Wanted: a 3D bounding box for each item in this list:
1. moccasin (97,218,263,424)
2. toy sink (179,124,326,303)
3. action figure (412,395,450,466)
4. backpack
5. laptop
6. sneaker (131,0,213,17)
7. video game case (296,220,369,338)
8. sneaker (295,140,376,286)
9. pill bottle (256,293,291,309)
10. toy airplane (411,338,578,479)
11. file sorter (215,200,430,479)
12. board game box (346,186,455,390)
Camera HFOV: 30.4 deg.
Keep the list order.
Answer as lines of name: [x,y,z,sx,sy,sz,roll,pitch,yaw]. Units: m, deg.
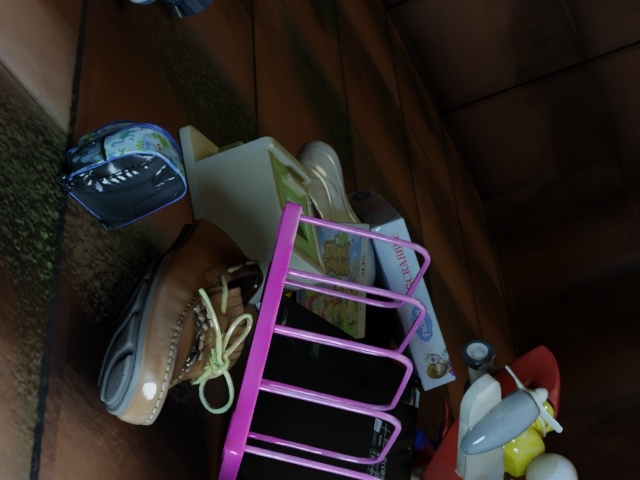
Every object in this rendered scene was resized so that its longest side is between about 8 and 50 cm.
moccasin: [-0.134,0.093,1.260,0.147,0.139,0.380,29,14,-2]
toy sink: [-0.089,-0.053,1.628,0.153,0.131,0.234,42,33,-62]
action figure: [0.165,0.326,2.120,0.280,0.092,0.139,48,40,-55]
backpack: [-0.208,-0.080,1.280,0.105,0.114,0.084,52,24,-48]
laptop: [0.005,0.355,1.589,0.408,0.236,0.382,33,39,-19]
sneaker: [-0.210,-0.363,1.660,0.163,0.086,0.226,54,21,-40]
video game case: [0.021,0.066,1.878,0.212,0.023,0.193,1,91,-62]
sneaker: [0.000,0.000,1.970,0.292,0.108,0.169,68,30,-25]
pill bottle: [-0.066,0.077,1.717,0.083,0.043,0.043,-51,121,-71]
toy airplane: [0.289,0.376,1.965,0.386,0.272,0.384,-3,112,-63]
file sorter: [0.006,0.145,1.317,0.202,0.182,0.290,108,-4,-64]
board game box: [0.143,0.079,2.195,0.318,0.066,0.318,-119,-170,-74]
